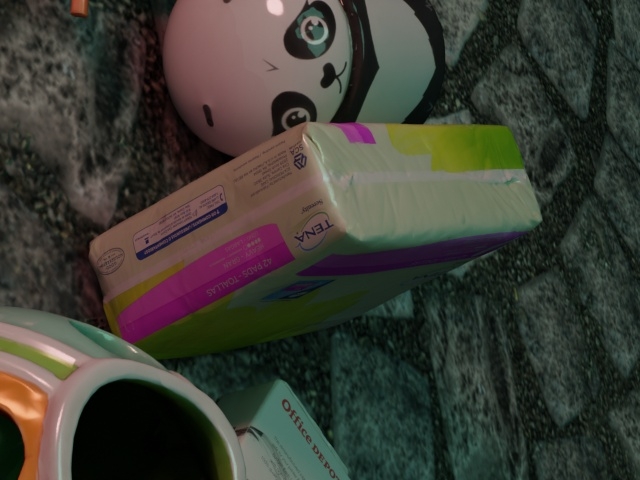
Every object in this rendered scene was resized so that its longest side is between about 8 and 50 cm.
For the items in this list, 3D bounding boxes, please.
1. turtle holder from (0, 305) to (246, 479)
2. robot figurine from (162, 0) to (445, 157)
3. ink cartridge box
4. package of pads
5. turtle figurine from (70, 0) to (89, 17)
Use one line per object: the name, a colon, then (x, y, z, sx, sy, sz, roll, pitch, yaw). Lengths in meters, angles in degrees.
turtle holder: (-0.146, 0.169, 0.777, 0.320, 0.227, 0.243, 51, 38, -27)
robot figurine: (-0.003, -0.149, 1.192, 0.278, 0.173, 0.209, -8, 67, -56)
ink cartridge box: (-0.050, 0.191, 1.052, 0.109, 0.063, 0.150, 57, 35, -19)
package of pads: (0.000, 0.000, 1.073, 0.296, 0.229, 0.101, -4, 70, -55)
turtle figurine: (-0.171, -0.258, 1.088, 0.217, 0.087, 0.270, 17, 52, -59)
